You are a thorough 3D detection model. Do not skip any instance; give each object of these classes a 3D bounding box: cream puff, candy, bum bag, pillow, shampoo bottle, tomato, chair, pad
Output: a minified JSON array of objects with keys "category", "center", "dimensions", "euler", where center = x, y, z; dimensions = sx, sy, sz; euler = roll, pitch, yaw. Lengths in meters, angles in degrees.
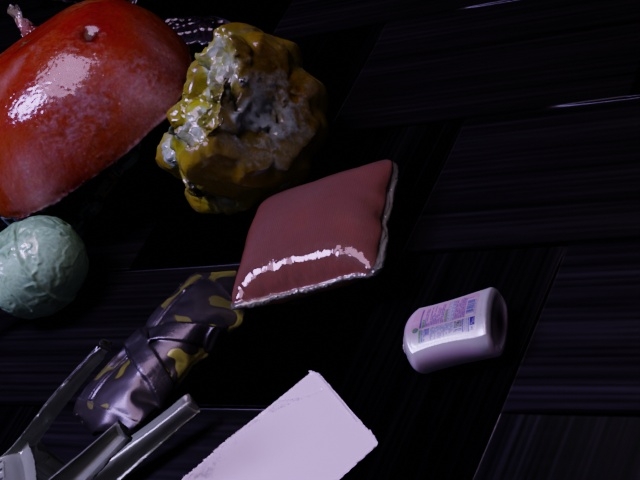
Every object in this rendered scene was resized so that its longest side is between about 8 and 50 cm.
[{"category":"cream puff","center":[-0.094,-0.131,1.857],"dimensions":[0.194,0.194,0.221],"euler":[3,62,44]},{"category":"candy","center":[-0.458,0.117,1.957],"dimensions":[0.440,0.119,0.119],"euler":[-36,33,17]},{"category":"bum bag","center":[-0.161,0.119,1.699],"dimensions":[0.232,0.060,0.106],"euler":[-49,44,-14]},{"category":"pillow","center":[0.000,0.000,1.681],"dimensions":[0.179,0.075,0.171],"euler":[-17,39,27]},{"category":"shampoo bottle","center":[0.122,0.087,1.497],"dimensions":[0.099,0.043,0.072],"euler":[-18,38,27]},{"category":"tomato","center":[-0.325,-0.192,2.000],"dimensions":[0.338,0.144,0.338],"euler":[-28,29,18]},{"category":"chair","center":[-0.260,0.241,1.522],"dimensions":[0.274,0.190,0.203],"euler":[-39,34,9]},{"category":"pad","center":[-0.063,0.230,1.527],"dimensions":[0.232,0.004,0.156],"euler":[-40,34,-4]}]

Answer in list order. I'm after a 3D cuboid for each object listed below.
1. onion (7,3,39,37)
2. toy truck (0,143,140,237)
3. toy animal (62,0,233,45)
[{"category":"onion","center":[-0.399,-0.292,2.335],"dimensions":[0.150,0.140,0.150],"euler":[-33,17,12]},{"category":"toy truck","center":[-0.320,-0.079,2.066],"dimensions":[0.115,0.080,0.178],"euler":[0,49,54]},{"category":"toy animal","center":[-0.277,-0.295,2.226],"dimensions":[0.160,0.272,0.197],"euler":[-63,24,21]}]
